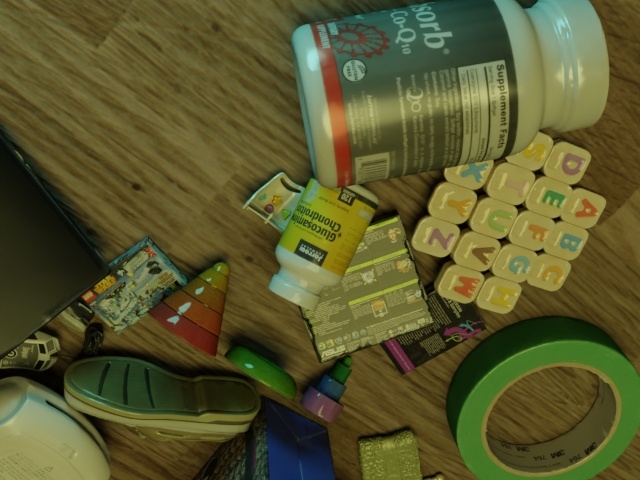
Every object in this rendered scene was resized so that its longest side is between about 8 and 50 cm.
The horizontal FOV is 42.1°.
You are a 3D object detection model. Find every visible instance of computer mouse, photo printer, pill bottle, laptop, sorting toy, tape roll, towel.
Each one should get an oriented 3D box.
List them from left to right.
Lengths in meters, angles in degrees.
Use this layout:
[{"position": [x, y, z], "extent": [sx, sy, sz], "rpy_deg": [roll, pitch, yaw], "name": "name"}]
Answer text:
[{"position": [-0.591, 0.019, 1.153], "extent": [0.407, 0.236, 0.382], "rpy_deg": [-22, 111, 36], "name": "laptop"}, {"position": [-0.496, 0.335, 1.275], "extent": [0.307, 0.107, 0.256], "rpy_deg": [-22, 133, 8], "name": "photo printer"}, {"position": [-0.434, 0.161, 1.262], "extent": [0.193, 0.042, 0.106], "rpy_deg": [11, 120, -19], "name": "computer mouse"}, {"position": [-0.083, 0.150, 1.276], "extent": [0.365, 0.127, 0.126], "rpy_deg": [35, 83, -28], "name": "sorting toy"}, {"position": [-0.060, -0.057, 1.198], "extent": [0.083, 0.045, 0.075], "rpy_deg": [37, 100, -22], "name": "sorting toy"}, {"position": [0.000, 0.000, 1.162], "extent": [0.103, 0.103, 0.184], "rpy_deg": [26, 90, -18], "name": "pill bottle"}, {"position": [0.123, 0.401, 1.452], "extent": [0.110, 0.027, 0.148], "rpy_deg": [-11, 111, 0], "name": "towel"}, {"position": [0.156, -0.197, 1.057], "extent": [0.362, 0.210, 0.210], "rpy_deg": [-11, 118, -2], "name": "pill bottle"}, {"position": [0.377, 0.282, 1.403], "extent": [0.321, 0.077, 0.321], "rpy_deg": [-3, 117, -5], "name": "tape roll"}]

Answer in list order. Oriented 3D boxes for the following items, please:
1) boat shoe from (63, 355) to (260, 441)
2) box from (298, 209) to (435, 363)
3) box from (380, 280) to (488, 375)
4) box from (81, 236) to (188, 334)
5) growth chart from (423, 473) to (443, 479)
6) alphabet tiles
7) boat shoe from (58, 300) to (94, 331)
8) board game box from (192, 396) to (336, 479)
[{"position": [-0.250, 0.261, 1.288], "extent": [0.302, 0.113, 0.103], "rpy_deg": [14, 127, -17], "name": "boat shoe"}, {"position": [0.056, 0.071, 1.252], "extent": [0.190, 0.045, 0.184], "rpy_deg": [-20, 101, 3], "name": "box"}, {"position": [0.171, 0.134, 1.329], "extent": [0.162, 0.029, 0.116], "rpy_deg": [-30, 117, 10], "name": "box"}, {"position": [-0.280, 0.068, 1.240], "extent": [0.137, 0.027, 0.094], "rpy_deg": [-34, 117, 10], "name": "box"}, {"position": [0.156, 0.539, 1.537], "extent": [0.171, 0.021, 0.237], "rpy_deg": [-11, 118, -1], "name": "growth chart"}, {"position": [0.285, -0.026, 1.245], "extent": [0.278, 0.021, 0.284], "rpy_deg": [17, 108, -21], "name": "alphabet tiles"}, {"position": [-0.392, 0.086, 1.229], "extent": [0.125, 0.038, 0.046], "rpy_deg": [37, 152, -13], "name": "boat shoe"}, {"position": [-0.114, 0.445, 1.338], "extent": [0.141, 0.232, 0.291], "rpy_deg": [32, 109, -19], "name": "board game box"}]
